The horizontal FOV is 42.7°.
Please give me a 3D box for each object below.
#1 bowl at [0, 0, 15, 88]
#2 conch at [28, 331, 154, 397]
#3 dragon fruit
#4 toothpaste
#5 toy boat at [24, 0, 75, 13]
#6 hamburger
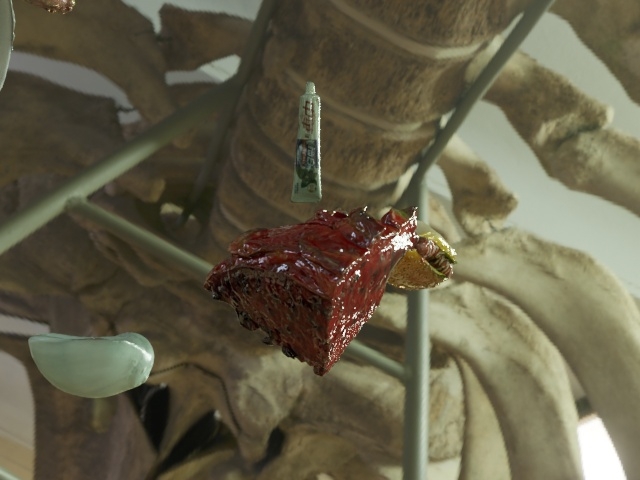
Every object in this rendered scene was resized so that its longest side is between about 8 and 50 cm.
[{"bbox_3d":[-0.542,-0.235,0.950,0.157,0.345,0.345,26,-31,17],"label":"bowl"},{"bbox_3d":[-0.398,0.209,1.433,0.221,0.121,0.185,8,-35,-35],"label":"conch"},{"bbox_3d":[-0.001,-0.007,1.297,0.286,0.329,0.228,31,-33,28],"label":"dragon fruit"},{"bbox_3d":[-0.024,-0.187,1.572,0.060,0.233,0.038,3,6,6],"label":"toothpaste"},{"bbox_3d":[-0.552,-0.540,1.503,0.141,0.099,0.318,-19,-46,6],"label":"toy boat"},{"bbox_3d":[0.192,0.037,1.721,0.173,0.116,0.210,-16,-26,20],"label":"hamburger"}]
